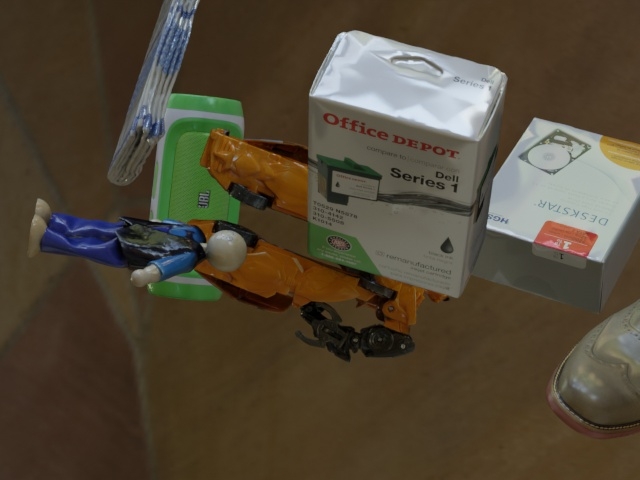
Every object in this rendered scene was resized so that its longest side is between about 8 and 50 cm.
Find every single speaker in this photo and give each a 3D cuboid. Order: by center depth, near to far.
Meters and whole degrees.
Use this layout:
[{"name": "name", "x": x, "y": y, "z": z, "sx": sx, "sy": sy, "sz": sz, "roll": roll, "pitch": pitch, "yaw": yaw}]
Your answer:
[{"name": "speaker", "x": -0.186, "y": -0.064, "z": 2.245, "sx": 0.131, "sy": 0.131, "sz": 0.296, "roll": 8, "pitch": 93, "yaw": 44}]

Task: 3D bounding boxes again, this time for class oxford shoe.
[{"name": "oxford shoe", "x": 0.367, "y": 0.095, "z": 1.635, "sx": 0.123, "sy": 0.348, "sz": 0.130, "roll": 40, "pitch": 134, "yaw": 20}]

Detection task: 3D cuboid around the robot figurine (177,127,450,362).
[{"name": "robot figurine", "x": 0.000, "y": 0.000, "z": 1.564, "sx": 0.085, "sy": 0.291, "sz": 0.211, "roll": -120, "pitch": 52, "yaw": -82}]

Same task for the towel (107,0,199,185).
[{"name": "towel", "x": -0.164, "y": -0.207, "z": 1.636, "sx": 0.209, "sy": 0.034, "sz": 0.285, "roll": 142, "pitch": 145, "yaw": -69}]

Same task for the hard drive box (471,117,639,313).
[{"name": "hard drive box", "x": 0.305, "y": -0.035, "z": 1.890, "sx": 0.181, "sy": 0.232, "sz": 0.089, "roll": 17, "pitch": 136, "yaw": 21}]

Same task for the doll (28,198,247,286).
[{"name": "doll", "x": -0.159, "y": 0.005, "z": 1.337, "sx": 0.129, "sy": 0.189, "sz": 0.046, "roll": -100, "pitch": 18, "yaw": -66}]

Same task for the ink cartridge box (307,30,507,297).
[{"name": "ink cartridge box", "x": 0.074, "y": -0.067, "z": 1.383, "sx": 0.160, "sy": 0.219, "sz": 0.092, "roll": 16, "pitch": 52, "yaw": 13}]
